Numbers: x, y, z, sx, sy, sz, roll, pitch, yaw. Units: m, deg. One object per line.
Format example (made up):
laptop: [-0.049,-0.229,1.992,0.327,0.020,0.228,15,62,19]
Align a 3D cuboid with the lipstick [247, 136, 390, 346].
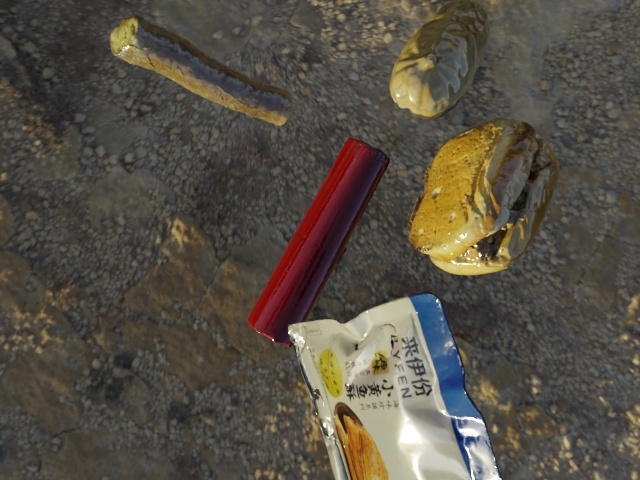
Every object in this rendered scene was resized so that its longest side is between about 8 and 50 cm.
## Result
lipstick: [0.000,0.000,0.907,0.073,0.073,0.280,28,94,-13]

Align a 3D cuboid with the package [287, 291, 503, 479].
package: [0.047,0.126,0.463,0.027,0.173,0.171,-14,85,-34]

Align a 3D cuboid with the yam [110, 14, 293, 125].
yam: [-0.186,-0.284,1.209,0.356,0.081,0.081,16,108,-42]

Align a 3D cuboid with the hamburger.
hamburger: [0.310,-0.085,1.367,0.174,0.284,0.305,40,67,-23]

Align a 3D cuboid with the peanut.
peanut: [0.167,-0.246,0.935,0.101,0.263,0.117,41,129,-4]
